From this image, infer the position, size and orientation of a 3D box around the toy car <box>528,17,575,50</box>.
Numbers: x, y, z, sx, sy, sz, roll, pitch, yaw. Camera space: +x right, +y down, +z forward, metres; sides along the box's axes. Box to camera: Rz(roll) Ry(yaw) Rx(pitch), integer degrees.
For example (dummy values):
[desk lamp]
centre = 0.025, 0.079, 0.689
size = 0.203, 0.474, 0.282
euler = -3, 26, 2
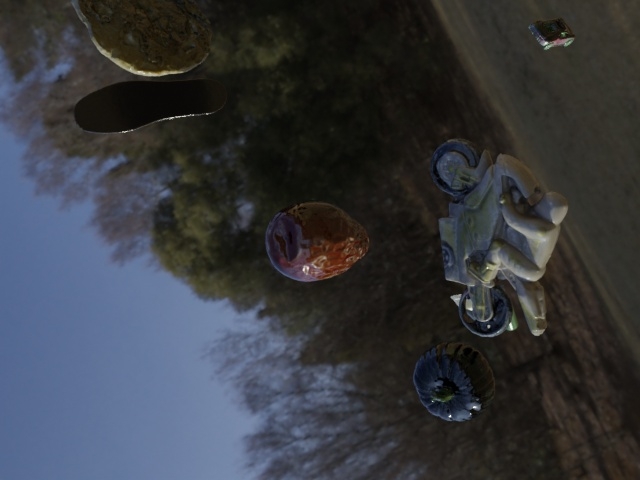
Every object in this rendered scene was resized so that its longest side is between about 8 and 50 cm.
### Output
[toy car]
centre = 0.542, -0.486, 2.109
size = 0.142, 0.055, 0.069
euler = -18, -110, -40

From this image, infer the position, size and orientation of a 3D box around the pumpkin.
[pumpkin]
centre = 0.308, 0.323, 2.081
size = 0.194, 0.194, 0.150
euler = 53, -153, -37

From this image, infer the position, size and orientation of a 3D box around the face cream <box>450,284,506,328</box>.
[face cream]
centre = 0.366, 0.146, 2.008
size = 0.224, 0.114, 0.070
euler = 42, -143, -62

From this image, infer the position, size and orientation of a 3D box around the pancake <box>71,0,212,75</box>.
[pancake]
centre = -0.335, -0.421, 1.708
size = 0.282, 0.049, 0.283
euler = 20, -130, -25

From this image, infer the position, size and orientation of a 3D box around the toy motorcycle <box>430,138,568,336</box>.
[toy motorcycle]
centre = 0.303, -0.009, 1.501
size = 0.108, 0.222, 0.341
euler = -17, -81, -59

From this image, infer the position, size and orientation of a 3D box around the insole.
[insole]
centre = -0.364, -0.295, 1.948
size = 0.007, 0.327, 0.111
euler = 135, 125, -80

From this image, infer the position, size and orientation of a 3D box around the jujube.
[jujube]
centre = 0.000, 0.000, 1.779
size = 0.236, 0.168, 0.168
euler = -3, -117, -53

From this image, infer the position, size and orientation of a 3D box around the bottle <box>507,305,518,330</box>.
[bottle]
centre = 0.398, 0.156, 1.931
size = 0.030, 0.030, 0.083
euler = -106, -7, -46
